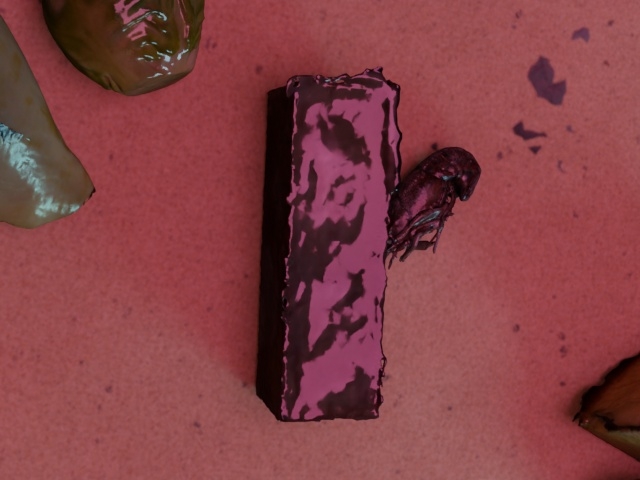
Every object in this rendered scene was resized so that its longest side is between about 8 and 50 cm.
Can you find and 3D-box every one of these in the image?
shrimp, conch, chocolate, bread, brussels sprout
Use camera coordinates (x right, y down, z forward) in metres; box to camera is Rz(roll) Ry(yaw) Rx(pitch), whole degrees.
[{"bbox_3d":[0.092,-0.021,1.720,0.065,0.056,0.165,37,84,-27],"label":"shrimp"},{"bbox_3d":[-0.310,-0.106,1.533,0.143,0.137,0.251,-48,132,-39],"label":"conch"},{"bbox_3d":[0.000,0.000,1.658,0.111,0.112,0.321,0,96,-20],"label":"chocolate"},{"bbox_3d":[0.343,0.153,1.790,0.160,0.140,0.169,11,87,-33],"label":"bread"},{"bbox_3d":[-0.168,-0.203,1.569,0.155,0.117,0.155,3,81,-21],"label":"brussels sprout"}]

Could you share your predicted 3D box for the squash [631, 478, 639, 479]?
[{"bbox_3d":[0.435,0.326,1.858,0.370,0.118,0.118,17,88,-27],"label":"squash"}]
